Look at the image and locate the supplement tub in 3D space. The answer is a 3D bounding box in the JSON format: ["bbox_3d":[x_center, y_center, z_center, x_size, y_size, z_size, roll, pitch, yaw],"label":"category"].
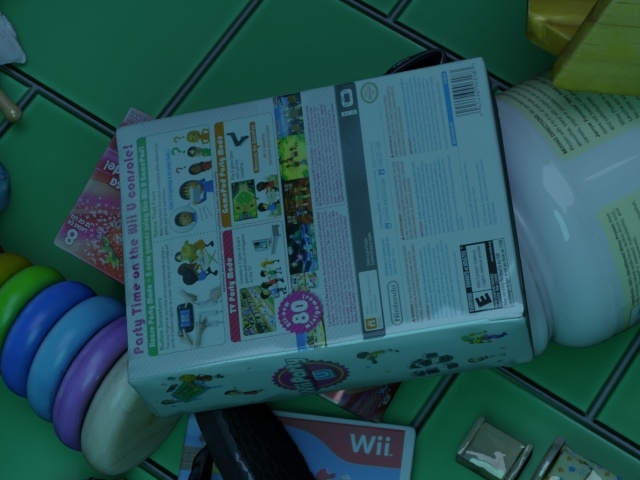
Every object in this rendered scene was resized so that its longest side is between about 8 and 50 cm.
[{"bbox_3d":[0.258,-0.050,1.507,0.325,0.235,0.235,-26,68,-9],"label":"supplement tub"}]

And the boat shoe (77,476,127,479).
[{"bbox_3d":[-0.199,0.301,1.461,0.073,0.073,0.207,-4,59,2],"label":"boat shoe"}]

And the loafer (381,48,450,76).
[{"bbox_3d":[0.041,-0.098,1.622,0.076,0.078,0.223,41,75,17],"label":"loafer"}]

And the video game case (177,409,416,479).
[{"bbox_3d":[-0.034,0.286,1.484,0.204,0.025,0.285,6,66,5],"label":"video game case"}]

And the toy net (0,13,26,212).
[{"bbox_3d":[-0.345,-0.132,1.653,0.122,0.045,0.232,18,50,-28],"label":"toy net"}]

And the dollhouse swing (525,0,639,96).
[{"bbox_3d":[0.337,-0.332,1.378,0.315,0.305,0.346,5,45,4],"label":"dollhouse swing"}]

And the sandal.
[{"bbox_3d":[-0.035,0.284,1.390,0.107,0.167,0.445,-29,67,8],"label":"sandal"}]

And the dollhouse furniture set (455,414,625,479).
[{"bbox_3d":[0.173,0.249,1.450,0.182,0.101,0.161,29,70,14],"label":"dollhouse furniture set"}]

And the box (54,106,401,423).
[{"bbox_3d":[-0.057,0.024,1.507,0.300,0.154,0.142,28,86,18],"label":"box"}]

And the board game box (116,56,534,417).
[{"bbox_3d":[0.000,0.000,1.355,0.303,0.097,0.224,-9,65,8],"label":"board game box"}]

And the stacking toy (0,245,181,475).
[{"bbox_3d":[-0.274,0.069,1.539,0.330,0.141,0.141,30,71,19],"label":"stacking toy"}]
